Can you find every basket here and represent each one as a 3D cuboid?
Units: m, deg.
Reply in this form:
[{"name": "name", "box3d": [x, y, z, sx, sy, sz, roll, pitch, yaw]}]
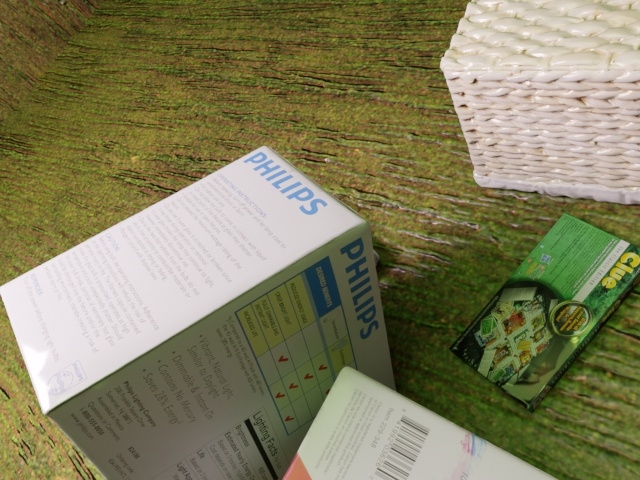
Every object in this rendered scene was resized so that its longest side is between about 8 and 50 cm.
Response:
[{"name": "basket", "box3d": [0.390, -0.256, 0.844, 0.332, 0.266, 0.328, 12, 66, 34]}]

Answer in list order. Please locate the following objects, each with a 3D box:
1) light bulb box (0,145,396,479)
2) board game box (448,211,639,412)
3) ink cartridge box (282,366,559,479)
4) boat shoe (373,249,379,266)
[{"name": "light bulb box", "box3d": [-0.122, 0.136, 0.769, 0.361, 0.357, 0.225, -31, 45, -18]}, {"name": "board game box", "box3d": [0.308, 0.090, 0.818, 0.259, 0.030, 0.136, -48, 46, -5]}, {"name": "ink cartridge box", "box3d": [0.106, 0.310, 0.641, 0.306, 0.131, 0.226, 28, 71, 12]}, {"name": "boat shoe", "box3d": [0.000, 0.000, 1.038, 0.229, 0.080, 0.076, 37, 81, 34]}]
